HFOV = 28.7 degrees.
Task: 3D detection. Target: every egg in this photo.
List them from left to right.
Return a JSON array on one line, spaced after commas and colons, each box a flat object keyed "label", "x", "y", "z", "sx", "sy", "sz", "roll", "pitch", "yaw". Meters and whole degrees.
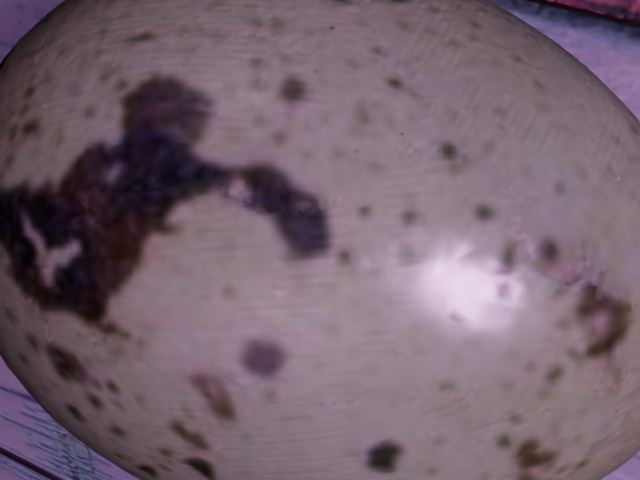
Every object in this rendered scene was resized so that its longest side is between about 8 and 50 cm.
[{"label": "egg", "x": 0.000, "y": 0.000, "z": 0.630, "sx": 0.379, "sy": 0.287, "sz": 0.287, "roll": 19, "pitch": 140, "yaw": 9}]
